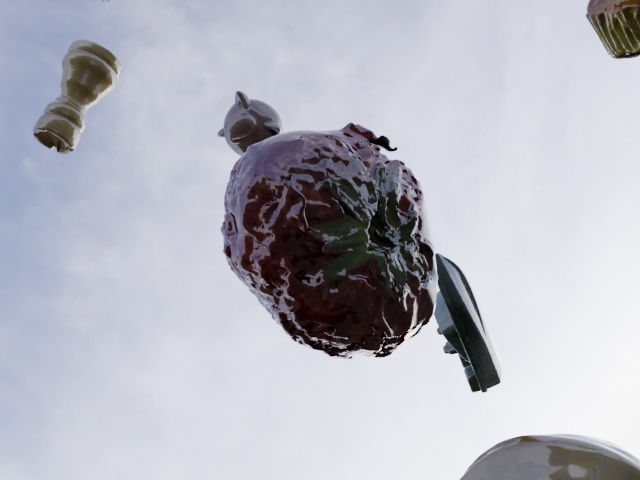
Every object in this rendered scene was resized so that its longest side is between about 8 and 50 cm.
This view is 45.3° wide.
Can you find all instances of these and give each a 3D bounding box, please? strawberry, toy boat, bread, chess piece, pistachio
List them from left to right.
[{"bbox_3d":[-0.275,-0.159,0.864,0.066,0.122,0.066,14,-23,6],"label":"chess piece"},{"bbox_3d":[0.000,0.000,0.855,0.274,0.274,0.220,35,-39,-27],"label":"strawberry"},{"bbox_3d":[0.244,0.136,1.362,0.092,0.141,0.319,-21,-53,9],"label":"toy boat"},{"bbox_3d":[0.368,0.477,1.176,0.365,0.281,0.445,30,-50,19],"label":"pistachio"},{"bbox_3d":[0.471,-0.349,1.101,0.190,0.132,0.114,-49,-64,-28],"label":"bread"}]

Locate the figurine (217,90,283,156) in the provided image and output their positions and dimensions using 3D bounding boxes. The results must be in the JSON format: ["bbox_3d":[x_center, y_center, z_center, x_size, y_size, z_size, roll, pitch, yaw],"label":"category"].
[{"bbox_3d":[-0.134,-0.215,1.493,0.125,0.125,0.138,3,-24,-14],"label":"figurine"}]
